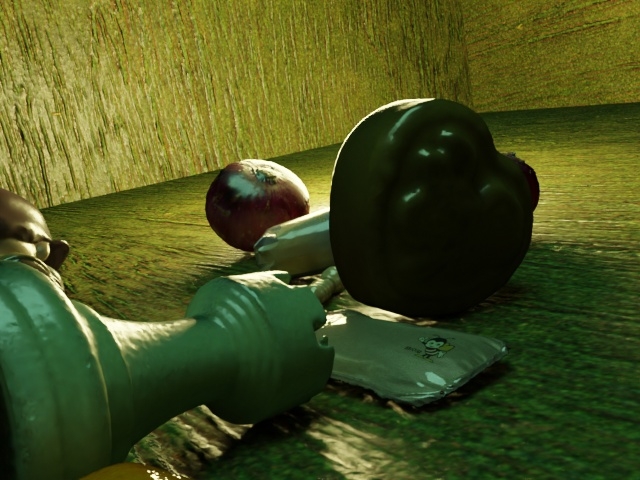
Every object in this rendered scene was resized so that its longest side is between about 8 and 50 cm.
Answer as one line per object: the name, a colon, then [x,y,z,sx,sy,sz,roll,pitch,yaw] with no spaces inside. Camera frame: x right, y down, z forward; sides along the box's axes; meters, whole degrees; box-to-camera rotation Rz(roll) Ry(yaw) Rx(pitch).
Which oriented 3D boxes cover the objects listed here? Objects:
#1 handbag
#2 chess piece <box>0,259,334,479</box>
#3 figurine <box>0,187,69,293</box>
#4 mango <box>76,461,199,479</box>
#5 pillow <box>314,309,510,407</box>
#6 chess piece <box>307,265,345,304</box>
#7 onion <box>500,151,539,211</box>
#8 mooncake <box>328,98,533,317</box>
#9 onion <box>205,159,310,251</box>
handbag: [0.000,0.000,1.207,0.173,0.095,0.117,-11,14,9]
chess piece: [-0.129,0.098,0.637,0.194,0.194,0.299,1,6,43]
figurine: [-0.450,0.057,1.211,0.218,0.206,0.365,-36,46,-17]
mango: [-0.099,0.174,0.365,0.147,0.109,0.227,-4,14,8]
pillow: [0.049,0.102,0.788,0.232,0.038,0.130,5,21,45]
chess piece: [-0.001,0.062,1.052,0.035,0.035,0.092,-3,16,30]
onion: [0.189,-0.070,1.234,0.248,0.161,0.248,-4,21,2]
mooncake: [0.115,-0.023,0.923,0.235,0.235,0.117,-16,16,-29]
onion: [-0.105,-0.055,1.439,0.177,0.153,0.177,2,12,0]
